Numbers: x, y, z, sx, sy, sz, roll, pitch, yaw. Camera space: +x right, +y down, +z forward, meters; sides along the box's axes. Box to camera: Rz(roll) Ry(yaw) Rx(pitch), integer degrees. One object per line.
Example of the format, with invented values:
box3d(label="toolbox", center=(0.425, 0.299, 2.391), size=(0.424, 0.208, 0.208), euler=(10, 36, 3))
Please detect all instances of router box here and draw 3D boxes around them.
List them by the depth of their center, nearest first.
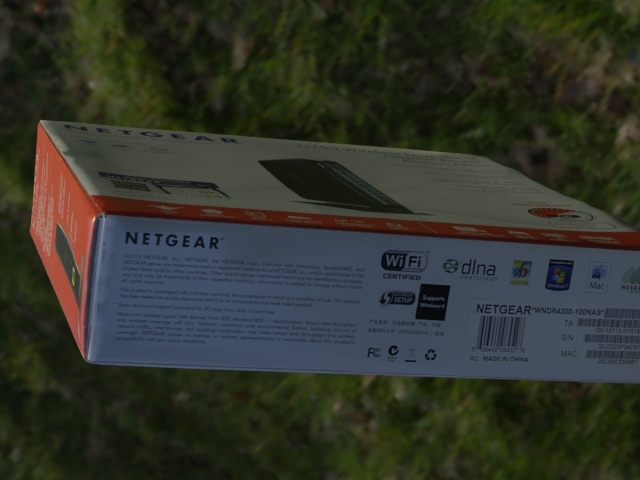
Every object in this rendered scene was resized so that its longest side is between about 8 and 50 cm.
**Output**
box3d(label="router box", center=(0.000, 0.000, 0.937), size=(0.301, 0.335, 0.082), euler=(-141, 56, -68))
